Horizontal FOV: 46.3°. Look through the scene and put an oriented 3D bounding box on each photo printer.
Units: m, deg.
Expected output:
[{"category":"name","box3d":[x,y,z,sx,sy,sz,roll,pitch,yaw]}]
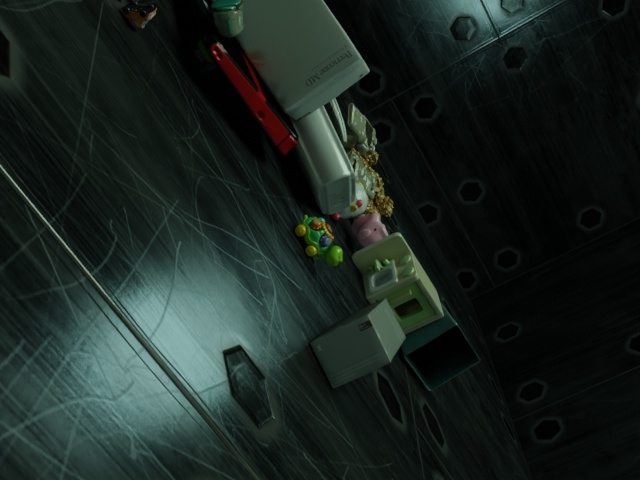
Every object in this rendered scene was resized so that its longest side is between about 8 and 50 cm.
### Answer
[{"category":"photo printer","box3d":[-0.015,-0.242,1.886,0.256,0.107,0.308,81,-14,-75]}]

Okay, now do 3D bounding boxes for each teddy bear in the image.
[{"category":"teddy bear","box3d":[0.112,-0.202,2.281,0.245,0.113,0.338,-12,78,-40]}]

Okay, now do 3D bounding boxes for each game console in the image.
[{"category":"game console","box3d":[-0.187,-0.391,1.671,0.342,0.060,0.387,47,12,-43]}]

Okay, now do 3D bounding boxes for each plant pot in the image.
[{"category":"plant pot","box3d":[0.304,0.259,2.100,0.166,0.165,0.234,54,7,-32]}]

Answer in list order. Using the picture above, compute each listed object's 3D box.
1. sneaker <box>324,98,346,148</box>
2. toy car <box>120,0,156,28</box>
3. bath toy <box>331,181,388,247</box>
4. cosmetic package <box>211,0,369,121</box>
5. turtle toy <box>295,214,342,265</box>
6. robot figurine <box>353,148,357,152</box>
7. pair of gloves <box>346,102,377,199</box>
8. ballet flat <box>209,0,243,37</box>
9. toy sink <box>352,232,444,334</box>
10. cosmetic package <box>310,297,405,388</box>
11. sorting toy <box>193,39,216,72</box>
[{"category":"sneaker","box3d":[-0.005,-0.451,2.141,0.257,0.169,0.448,-21,81,-52]},{"category":"toy car","box3d":[-0.311,-0.410,1.319,0.122,0.060,0.041,-90,-178,-50]},{"category":"bath toy","box3d":[0.141,-0.003,2.091,0.348,0.151,0.129,56,50,-22]},{"category":"cosmetic package","box3d":[-0.083,-0.489,1.706,0.385,0.217,0.156,55,9,8]},{"category":"turtle toy","box3d":[0.000,0.000,1.649,0.130,0.066,0.095,62,13,-2]},{"category":"robot figurine","box3d":[0.115,-0.198,2.442,0.291,0.085,0.211,62,12,-3]},{"category":"pair of gloves","box3d":[0.111,-0.256,2.174,0.204,0.042,0.240,27,63,-62]},{"category":"ballet flat","box3d":[-0.191,-0.456,1.539,0.213,0.072,0.068,-102,-176,-65]},{"category":"toy sink","box3d":[0.205,0.124,1.999,0.234,0.152,0.131,56,15,-28]},{"category":"cosmetic package","box3d":[0.078,0.191,1.437,0.107,0.127,0.238,63,15,1]},{"category":"sorting toy","box3d":[-0.241,-0.373,1.529,0.061,0.042,0.102,60,5,-13]}]
